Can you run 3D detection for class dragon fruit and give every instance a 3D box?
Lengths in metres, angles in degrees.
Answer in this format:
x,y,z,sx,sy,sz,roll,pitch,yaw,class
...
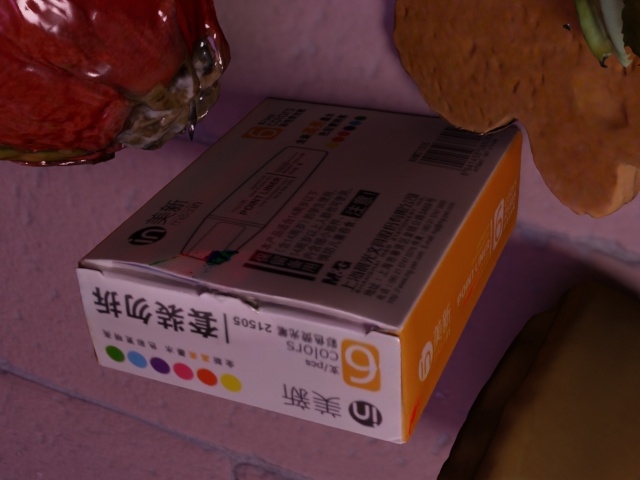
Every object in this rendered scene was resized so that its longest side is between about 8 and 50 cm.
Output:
x,y,z,sx,sy,sz,roll,pitch,yaw,class
-0.215,-0.192,0.643,0.342,0.277,0.277,50,133,4,dragon fruit

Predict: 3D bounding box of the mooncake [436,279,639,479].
x,y,z,sx,sy,sz,roll,pitch,yaw,class
0.169,0.138,0.730,0.117,0.235,0.235,27,133,12,mooncake

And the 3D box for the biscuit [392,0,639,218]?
x,y,z,sx,sy,sz,roll,pitch,yaw,class
0.164,-0.114,0.575,0.339,0.047,0.216,13,126,56,biscuit

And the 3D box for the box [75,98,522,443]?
x,y,z,sx,sy,sz,roll,pitch,yaw,class
0.000,0.000,0.674,0.220,0.274,0.091,11,124,23,box

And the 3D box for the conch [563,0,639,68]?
x,y,z,sx,sy,sz,roll,pitch,yaw,class
0.142,-0.145,0.440,0.079,0.095,0.201,-19,129,3,conch
